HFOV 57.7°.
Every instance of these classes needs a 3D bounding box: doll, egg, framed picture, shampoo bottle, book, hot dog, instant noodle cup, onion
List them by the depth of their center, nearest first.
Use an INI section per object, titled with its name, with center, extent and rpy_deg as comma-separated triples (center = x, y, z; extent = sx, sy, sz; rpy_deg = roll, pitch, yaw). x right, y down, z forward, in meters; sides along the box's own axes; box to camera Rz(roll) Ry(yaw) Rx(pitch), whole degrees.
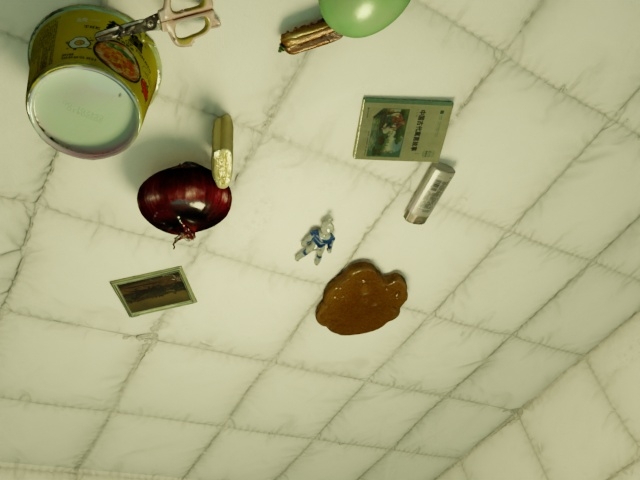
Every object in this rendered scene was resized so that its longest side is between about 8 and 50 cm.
[egg]
center = 0.109, -0.607, 1.361
extent = 0.221, 0.220, 0.269
rpy_deg = 16, 134, -26
[instant noodle cup]
center = -0.552, -0.365, 1.400
extent = 0.326, 0.254, 0.325
rpy_deg = -6, 132, -7
[hot dog]
center = -0.024, -0.533, 1.506
extent = 0.188, 0.055, 0.072
rpy_deg = -15, 163, 7
[onion]
center = -0.389, -0.087, 1.683
extent = 0.273, 0.284, 0.273
rpy_deg = -6, 160, -2
[book]
center = 0.249, -0.335, 1.774
extent = 0.283, 0.025, 0.214
rpy_deg = -1, 131, -10
[shampoo bottle]
center = 0.361, -0.153, 1.942
extent = 0.086, 0.055, 0.227
rpy_deg = 8, 129, -22
[doll]
center = 0.000, 0.000, 1.997
extent = 0.114, 0.057, 0.227
rpy_deg = 17, 135, -18
[framed picture]
center = -0.584, 0.186, 2.051
extent = 0.252, 0.014, 0.197
rpy_deg = -13, 133, -2

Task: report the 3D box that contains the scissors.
[scissors]
center = -0.376, -0.513, 1.365
extent = 0.318, 0.024, 0.160
rpy_deg = -29, 140, -28

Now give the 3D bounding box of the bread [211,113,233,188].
[bread]
center = -0.274, -0.249, 1.621
extent = 0.060, 0.178, 0.139
rpy_deg = 2, 131, -11

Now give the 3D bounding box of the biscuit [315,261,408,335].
[biscuit]
center = 0.158, 0.224, 2.225
extent = 0.359, 0.074, 0.381
rpy_deg = -7, 130, -9
